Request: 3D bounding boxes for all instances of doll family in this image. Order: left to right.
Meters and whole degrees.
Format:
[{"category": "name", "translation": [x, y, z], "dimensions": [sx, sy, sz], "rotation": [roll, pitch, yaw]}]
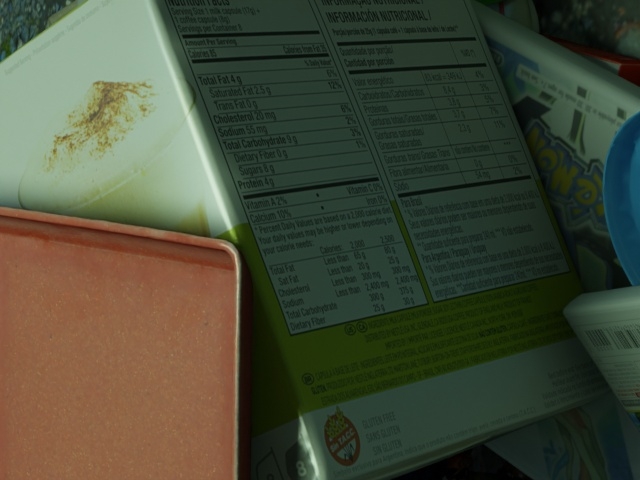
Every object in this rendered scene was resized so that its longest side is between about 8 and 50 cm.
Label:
[{"category": "doll family", "translation": [0.107, 0.189, 1.462], "dimensions": [0.193, 0.111, 0.076], "rotation": [24, 147, 45]}]

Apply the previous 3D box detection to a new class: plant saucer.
[{"category": "plant saucer", "translation": [-0.132, 0.111, 1.106], "dimensions": [0.258, 0.048, 0.259], "rotation": [8, 101, 38]}]

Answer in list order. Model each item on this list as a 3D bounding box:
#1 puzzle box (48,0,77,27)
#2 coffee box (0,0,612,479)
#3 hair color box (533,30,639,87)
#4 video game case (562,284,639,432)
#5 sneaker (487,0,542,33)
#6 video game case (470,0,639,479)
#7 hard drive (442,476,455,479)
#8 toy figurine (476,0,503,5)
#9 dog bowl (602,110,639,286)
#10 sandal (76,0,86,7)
[{"category": "puzzle box", "translation": [-0.154, -0.085, 1.885], "dimensions": [0.272, 0.052, 0.409], "rotation": [-24, 70, 41]}, {"category": "coffee box", "translation": [-0.064, 0.027, 1.289], "dimensions": [0.338, 0.338, 0.334], "rotation": [-27, 79, 38]}, {"category": "hair color box", "translation": [0.175, -0.111, 1.376], "dimensions": [0.141, 0.043, 0.072], "rotation": [24, 111, 45]}, {"category": "video game case", "translation": [0.265, 0.112, 1.142], "dimensions": [0.206, 0.026, 0.227], "rotation": [56, 157, -8]}, {"category": "sneaker", "translation": [0.120, -0.128, 1.457], "dimensions": [0.057, 0.075, 0.161], "rotation": [35, 120, 54]}, {"category": "video game case", "translation": [0.156, 0.014, 1.351], "dimensions": [0.329, 0.036, 0.300], "rotation": [34, 121, 34]}, {"category": "hard drive", "translation": [0.104, 0.321, 1.529], "dimensions": [0.307, 0.040, 0.203], "rotation": [54, 134, 46]}, {"category": "toy figurine", "translation": [0.127, -0.286, 1.420], "dimensions": [0.173, 0.130, 0.159], "rotation": [-22, 51, 20]}, {"category": "dog bowl", "translation": [0.298, 0.007, 1.098], "dimensions": [0.297, 0.074, 0.166], "rotation": [29, 135, 44]}, {"category": "sandal", "translation": [-0.098, -0.353, 1.784], "dimensions": [0.416, 0.102, 0.169], "rotation": [-54, 49, 19]}]
